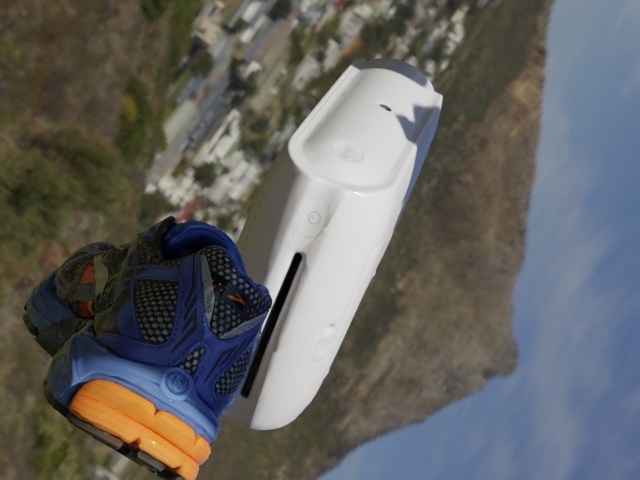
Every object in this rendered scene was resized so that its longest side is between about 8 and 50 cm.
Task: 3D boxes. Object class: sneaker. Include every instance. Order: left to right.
[{"bbox_3d":[-0.067,0.032,0.503,0.087,0.083,0.221,-52,-159,-4],"label":"sneaker"}]

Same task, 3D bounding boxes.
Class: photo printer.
[{"bbox_3d":[0.000,0.000,1.008,0.307,0.107,0.256,-59,172,-61],"label":"photo printer"}]
